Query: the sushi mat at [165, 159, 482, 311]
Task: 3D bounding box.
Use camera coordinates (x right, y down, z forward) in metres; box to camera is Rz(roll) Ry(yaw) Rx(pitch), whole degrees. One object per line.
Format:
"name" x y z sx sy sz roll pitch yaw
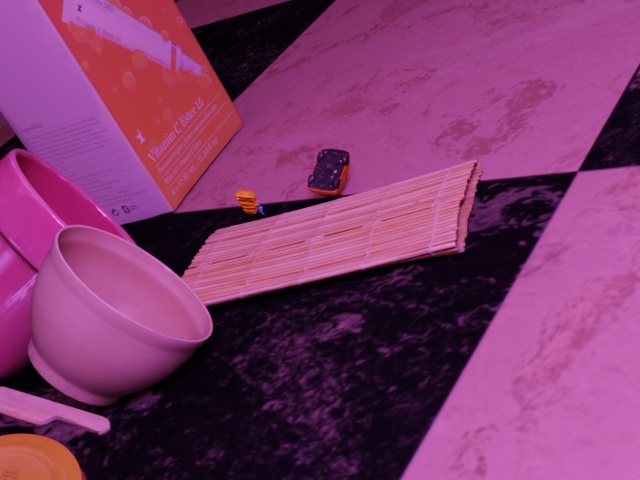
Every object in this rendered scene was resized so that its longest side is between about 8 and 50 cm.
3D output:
"sushi mat" 0.000 0.000 0.950 0.316 0.019 0.151 -14 30 28

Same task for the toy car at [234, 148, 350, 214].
"toy car" -0.026 -0.061 1.037 0.122 0.041 0.060 -7 53 10

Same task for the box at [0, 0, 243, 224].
"box" -0.283 -0.218 1.250 0.168 0.345 0.215 -10 33 34

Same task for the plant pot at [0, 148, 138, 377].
"plant pot" -0.306 0.036 1.026 0.180 0.201 0.201 -46 27 3

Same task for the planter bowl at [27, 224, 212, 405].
"planter bowl" -0.194 0.077 0.882 0.109 0.162 0.162 -52 24 12

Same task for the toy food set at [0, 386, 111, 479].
"toy food set" -0.244 0.224 0.763 0.128 0.071 0.218 7 40 14
